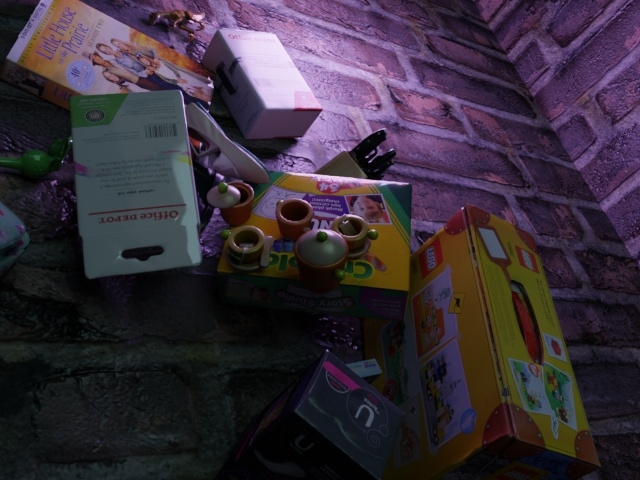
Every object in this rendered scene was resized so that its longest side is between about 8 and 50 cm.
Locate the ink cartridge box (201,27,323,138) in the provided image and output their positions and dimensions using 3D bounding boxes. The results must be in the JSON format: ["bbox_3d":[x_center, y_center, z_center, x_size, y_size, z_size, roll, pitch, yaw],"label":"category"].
[{"bbox_3d":[-0.151,-0.397,1.811,0.196,0.114,0.273,-9,62,-43],"label":"ink cartridge box"}]

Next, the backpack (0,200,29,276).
[{"bbox_3d":[-0.558,0.004,1.080,0.166,0.144,0.188,45,41,-5],"label":"backpack"}]

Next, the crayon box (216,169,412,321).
[{"bbox_3d":[0.000,0.000,1.454,0.362,0.106,0.313,5,43,3],"label":"crayon box"}]

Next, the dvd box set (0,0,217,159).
[{"bbox_3d":[-0.445,-0.367,1.579,0.420,0.062,0.308,25,42,-21],"label":"dvd box set"}]

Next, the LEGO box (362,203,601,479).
[{"bbox_3d":[0.266,0.245,1.364,0.193,0.372,0.501,22,43,-23],"label":"LEGO box"}]

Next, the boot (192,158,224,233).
[{"bbox_3d":[-0.310,-0.112,1.428,0.207,0.094,0.247,31,34,-18],"label":"boot"}]

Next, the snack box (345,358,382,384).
[{"bbox_3d":[0.036,0.273,1.360,0.141,0.100,0.037,-2,55,-40],"label":"snack box"}]

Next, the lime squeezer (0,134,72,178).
[{"bbox_3d":[-0.526,-0.166,1.346,0.109,0.059,0.310,22,34,24],"label":"lime squeezer"}]

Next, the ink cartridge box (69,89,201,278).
[{"bbox_3d":[-0.330,-0.088,1.289,0.207,0.119,0.354,-6,68,-12],"label":"ink cartridge box"}]

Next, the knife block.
[{"bbox_3d":[0.050,-0.145,1.646,0.088,0.242,0.275,51,40,12],"label":"knife block"}]

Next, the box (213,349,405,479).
[{"bbox_3d":[-0.021,0.327,1.126,0.165,0.270,0.143,40,39,-4],"label":"box"}]

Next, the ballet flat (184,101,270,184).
[{"bbox_3d":[-0.212,-0.185,1.492,0.248,0.086,0.086,44,38,15],"label":"ballet flat"}]

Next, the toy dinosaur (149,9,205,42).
[{"bbox_3d":[-0.344,-0.579,1.859,0.211,0.064,0.112,-20,67,-48],"label":"toy dinosaur"}]

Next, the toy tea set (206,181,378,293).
[{"bbox_3d":[-0.068,-0.030,1.319,0.335,0.124,0.200,15,48,13],"label":"toy tea set"}]

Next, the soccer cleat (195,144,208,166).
[{"bbox_3d":[-0.262,-0.178,1.579,0.029,0.036,0.083,18,44,-27],"label":"soccer cleat"}]
